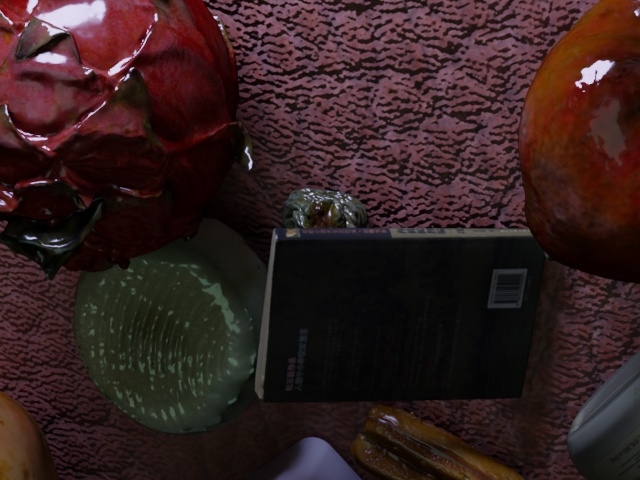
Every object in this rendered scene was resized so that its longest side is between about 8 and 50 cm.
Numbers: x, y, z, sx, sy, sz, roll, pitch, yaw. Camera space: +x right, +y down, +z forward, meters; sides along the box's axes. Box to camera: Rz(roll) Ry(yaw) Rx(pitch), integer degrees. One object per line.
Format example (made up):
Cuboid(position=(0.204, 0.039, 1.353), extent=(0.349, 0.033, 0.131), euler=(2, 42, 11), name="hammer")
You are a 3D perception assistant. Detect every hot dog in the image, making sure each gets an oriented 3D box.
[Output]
Cuboid(position=(0.108, 0.201, 1.628), extent=(0.165, 0.045, 0.071), euler=(27, 119, 5), name="hot dog")

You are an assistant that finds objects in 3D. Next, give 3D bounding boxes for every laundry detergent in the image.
Cuboid(position=(0.337, 0.197, 1.518), extent=(0.253, 0.091, 0.181), euler=(40, 123, -3), name="laundry detergent")

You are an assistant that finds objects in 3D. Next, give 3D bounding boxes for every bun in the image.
Cuboid(position=(-0.115, 0.067, 1.601), extent=(0.195, 0.118, 0.195), euler=(7, 111, 19), name="bun")

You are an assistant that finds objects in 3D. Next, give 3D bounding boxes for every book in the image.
Cuboid(position=(0.066, 0.062, 1.527), extent=(0.228, 0.024, 0.160), euler=(0, 119, -13), name="book")

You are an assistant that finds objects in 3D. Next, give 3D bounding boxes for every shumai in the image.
Cuboid(position=(0.000, 0.000, 1.547), extent=(0.082, 0.080, 0.083), euler=(-31, 104, 31), name="shumai")

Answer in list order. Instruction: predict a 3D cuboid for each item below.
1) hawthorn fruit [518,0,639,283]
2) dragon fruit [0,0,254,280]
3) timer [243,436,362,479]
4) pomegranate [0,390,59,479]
Cuboid(position=(0.238, -0.064, 1.368), extent=(0.224, 0.224, 0.261), euler=(36, 145, 0), name="hawthorn fruit")
Cuboid(position=(-0.181, -0.121, 1.463), extent=(0.244, 0.244, 0.298), euler=(-4, 98, 21), name="dragon fruit")
Cuboid(position=(-0.033, 0.326, 1.653), extent=(0.194, 0.195, 0.192), euler=(-38, 98, 31), name="timer")
Cuboid(position=(-0.393, 0.275, 1.682), extent=(0.342, 0.342, 0.342), euler=(8, 117, 16), name="pomegranate")
